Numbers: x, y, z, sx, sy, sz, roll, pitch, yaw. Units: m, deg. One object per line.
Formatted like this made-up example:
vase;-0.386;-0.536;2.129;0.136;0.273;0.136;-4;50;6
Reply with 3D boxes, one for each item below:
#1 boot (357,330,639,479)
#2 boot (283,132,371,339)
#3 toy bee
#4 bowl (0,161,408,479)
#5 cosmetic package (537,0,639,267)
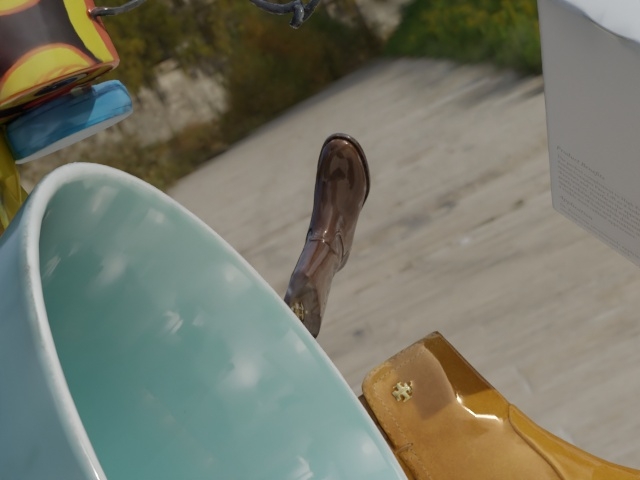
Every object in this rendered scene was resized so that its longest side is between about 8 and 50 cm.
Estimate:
boot;0.137;0.144;0.873;0.295;0.211;0.104;-29;-15;-5
boot;0.000;0.000;0.857;0.037;0.106;0.114;9;32;14
toy bee;-0.164;-0.097;0.655;0.298;0.195;0.162;-46;-8;29
bowl;-0.075;0.138;0.560;0.163;0.311;0.311;-34;5;13
cosmetic package;0.216;-0.083;0.881;0.085;0.117;0.231;-41;-33;-18
